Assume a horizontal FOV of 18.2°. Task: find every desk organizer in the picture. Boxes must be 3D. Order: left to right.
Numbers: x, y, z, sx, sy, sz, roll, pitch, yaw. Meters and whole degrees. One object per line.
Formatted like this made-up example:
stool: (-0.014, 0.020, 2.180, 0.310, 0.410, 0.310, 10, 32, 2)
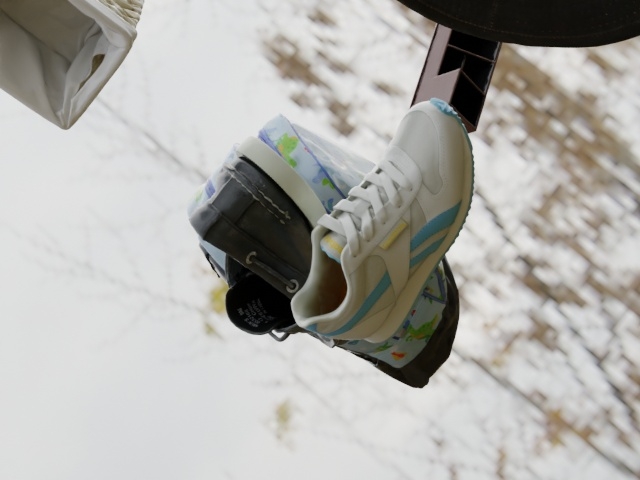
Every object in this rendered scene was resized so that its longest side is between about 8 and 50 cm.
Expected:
desk organizer: (0.128, -0.157, 1.867, 0.047, 0.050, 0.130, 42, -130, -32)

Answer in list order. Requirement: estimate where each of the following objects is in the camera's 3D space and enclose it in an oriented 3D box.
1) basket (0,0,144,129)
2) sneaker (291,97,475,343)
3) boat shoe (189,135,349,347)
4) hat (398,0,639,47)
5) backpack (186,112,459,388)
basket: (-0.245, -0.196, 1.708, 0.113, 0.167, 0.103, -50, 12, 24)
sneaker: (0.053, -0.013, 1.663, 0.092, 0.087, 0.228, 4, -62, -39)
boat shoe: (-0.042, 0.032, 1.826, 0.113, 0.127, 0.340, -45, -22, -11)
hat: (0.173, -0.312, 1.589, 0.134, 0.331, 0.331, -81, 17, -65)
backpack: (0.000, 0.000, 2.473, 0.356, 0.290, 0.273, 13, -56, -33)
